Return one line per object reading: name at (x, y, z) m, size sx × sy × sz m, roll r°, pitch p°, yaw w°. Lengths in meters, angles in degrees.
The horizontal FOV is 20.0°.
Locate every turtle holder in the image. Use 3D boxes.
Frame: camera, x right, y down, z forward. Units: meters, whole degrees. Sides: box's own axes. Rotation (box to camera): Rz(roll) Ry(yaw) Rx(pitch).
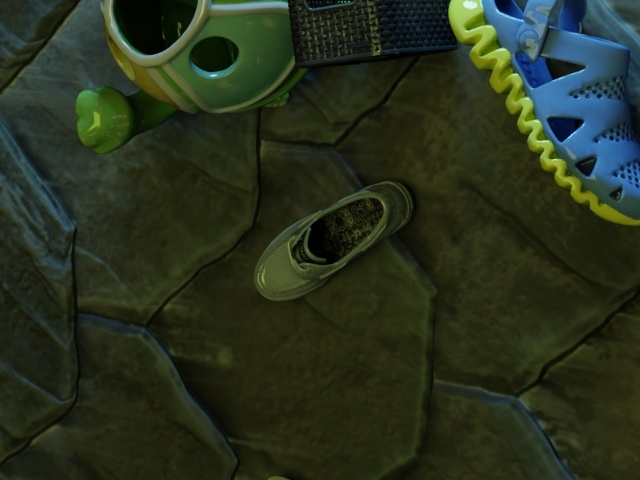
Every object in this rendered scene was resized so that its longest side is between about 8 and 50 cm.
turtle holder at (-0.149, -0.252, 2.017) m, size 0.320 × 0.227 × 0.243 m, roll -16°, pitch 89°, yaw 29°

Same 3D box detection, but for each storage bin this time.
storage bin at (0.057, -0.233, 1.932) m, size 0.122 × 0.180 × 0.084 m, roll -5°, pitch 95°, yaw 29°

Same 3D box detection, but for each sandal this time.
sandal at (0.264, -0.158, 1.865) m, size 0.138 × 0.126 × 0.317 m, roll -38°, pitch 80°, yaw 23°

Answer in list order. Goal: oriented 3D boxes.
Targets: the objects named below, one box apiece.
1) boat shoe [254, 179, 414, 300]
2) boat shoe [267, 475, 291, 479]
boat shoe at (0.001, 0.001, 2.051) m, size 0.227 × 0.081 × 0.079 m, roll -33°, pitch 81°, yaw 28°
boat shoe at (-0.008, 0.323, 2.123) m, size 0.137 × 0.049 × 0.043 m, roll 27°, pitch 151°, yaw 21°
